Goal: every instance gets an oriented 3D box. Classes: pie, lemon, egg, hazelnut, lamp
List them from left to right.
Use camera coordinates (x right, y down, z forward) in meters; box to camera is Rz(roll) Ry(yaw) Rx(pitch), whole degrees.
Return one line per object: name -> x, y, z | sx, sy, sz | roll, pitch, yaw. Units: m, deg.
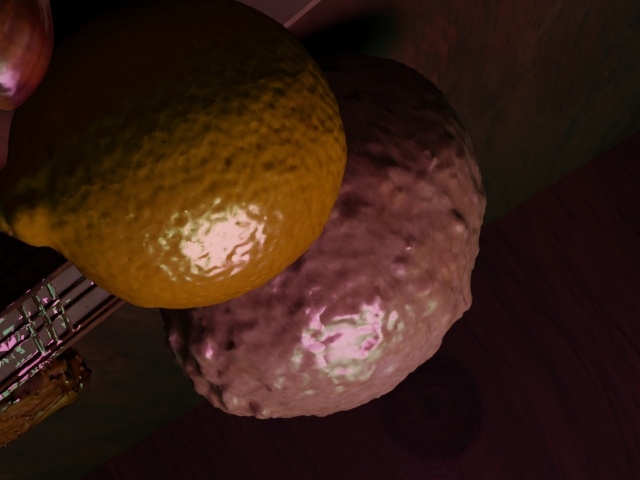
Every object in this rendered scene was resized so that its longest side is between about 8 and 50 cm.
pie -> -0.368, 0.179, 1.605 | 0.355, 0.103, 0.288 | -30, 173, 19
lamp -> -0.244, 0.068, 1.164 | 0.325, 0.090, 0.089 | -39, 142, -19
hazelnut -> -0.164, -0.103, 0.812 | 0.086, 0.086, 0.086 | -31, 172, -5
lemon -> -0.083, -0.052, 1.002 | 0.244, 0.187, 0.187 | -18, 165, -40
egg -> 0.000, 0.000, 1.346 | 0.310, 0.279, 0.279 | -45, 175, -15

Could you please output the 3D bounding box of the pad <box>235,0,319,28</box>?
pad -> 0.009, -0.198, 1.116 | 0.266, 0.002, 0.176 | -36, 171, 29
